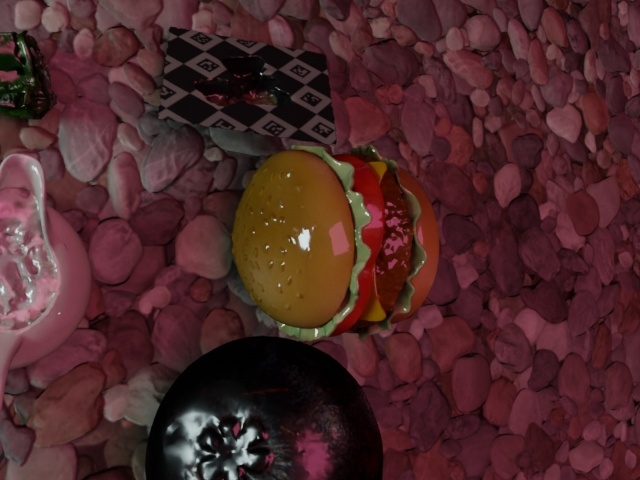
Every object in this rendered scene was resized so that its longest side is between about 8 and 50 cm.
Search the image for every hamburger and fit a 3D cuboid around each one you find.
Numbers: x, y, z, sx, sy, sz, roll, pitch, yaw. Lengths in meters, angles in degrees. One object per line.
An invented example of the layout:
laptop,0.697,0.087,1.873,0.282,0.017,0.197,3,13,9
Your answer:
hamburger,0.000,0.000,0.950,0.212,0.274,0.274,3,83,-37

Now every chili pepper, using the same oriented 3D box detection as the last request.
chili pepper,-0.425,-0.199,0.847,0.216,0.062,0.108,1,78,-30

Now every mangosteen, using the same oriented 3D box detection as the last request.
mangosteen,-0.069,0.268,0.894,0.300,0.300,0.300,4,83,-30

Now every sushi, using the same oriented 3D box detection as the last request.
sushi,-0.101,-0.198,0.980,0.231,0.047,0.219,7,45,-13

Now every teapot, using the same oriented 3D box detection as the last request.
teapot,-0.363,0.057,0.809,0.204,0.139,0.298,4,82,-32
